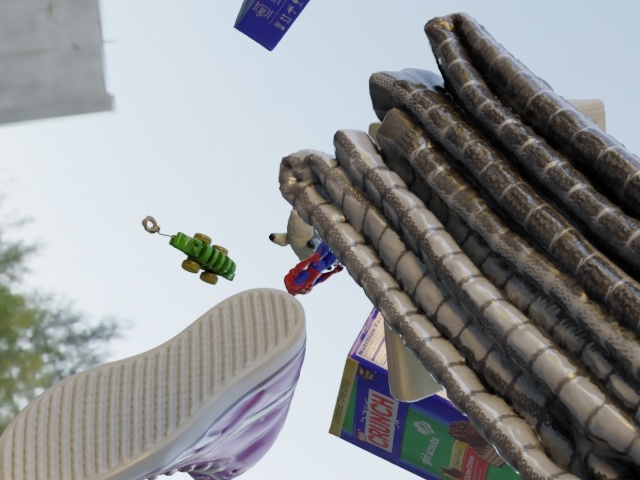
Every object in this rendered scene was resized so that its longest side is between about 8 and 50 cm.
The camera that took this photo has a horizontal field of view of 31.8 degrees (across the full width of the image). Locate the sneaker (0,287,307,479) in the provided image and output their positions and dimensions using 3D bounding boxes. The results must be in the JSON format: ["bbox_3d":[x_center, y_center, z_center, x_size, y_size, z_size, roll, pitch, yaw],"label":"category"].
[{"bbox_3d":[-0.122,0.165,0.891,0.102,0.282,0.161,40,-41,32],"label":"sneaker"}]

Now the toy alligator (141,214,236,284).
[{"bbox_3d":[-0.180,0.016,1.646,0.051,0.189,0.056,2,-116,44],"label":"toy alligator"}]

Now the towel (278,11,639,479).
[{"bbox_3d":[0.144,0.031,0.517,0.121,0.235,0.284,-53,-138,13],"label":"towel"}]

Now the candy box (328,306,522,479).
[{"bbox_3d":[0.185,0.261,1.699,0.317,0.122,0.268,26,-32,12],"label":"candy box"}]

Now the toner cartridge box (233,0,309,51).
[{"bbox_3d":[-0.001,-0.459,1.673,0.348,0.075,0.165,-48,-159,36],"label":"toner cartridge box"}]

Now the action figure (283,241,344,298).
[{"bbox_3d":[0.002,0.017,1.003,0.115,0.038,0.030,-50,-133,12],"label":"action figure"}]

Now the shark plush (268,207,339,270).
[{"bbox_3d":[0.000,0.000,1.589,0.073,0.161,0.067,4,-114,40],"label":"shark plush"}]

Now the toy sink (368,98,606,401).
[{"bbox_3d":[0.143,0.012,0.892,0.131,0.153,0.234,8,-73,47],"label":"toy sink"}]
